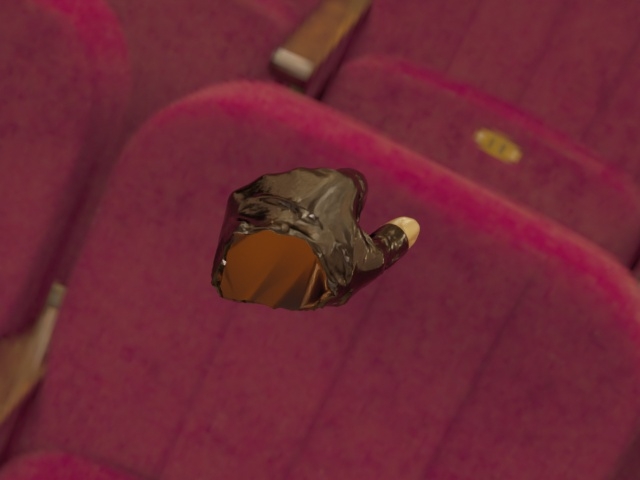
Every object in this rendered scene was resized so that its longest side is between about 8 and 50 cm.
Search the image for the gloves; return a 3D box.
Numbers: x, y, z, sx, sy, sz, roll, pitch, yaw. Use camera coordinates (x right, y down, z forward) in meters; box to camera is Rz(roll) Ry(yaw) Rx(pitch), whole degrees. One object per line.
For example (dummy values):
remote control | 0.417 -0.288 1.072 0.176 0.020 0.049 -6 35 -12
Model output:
gloves | 0.000 -0.006 1.670 0.197 0.152 0.301 9 4 10
